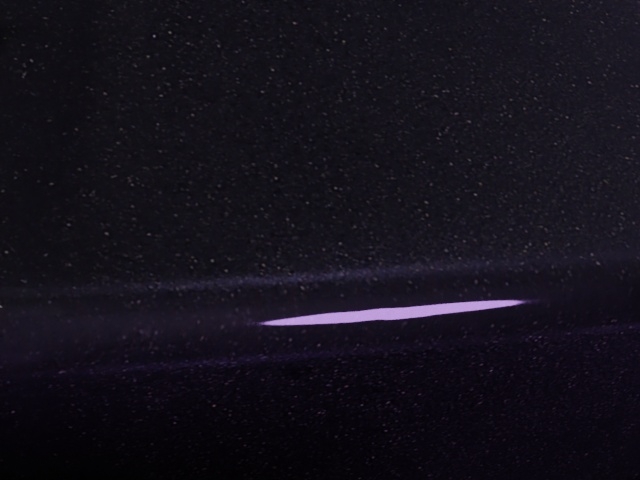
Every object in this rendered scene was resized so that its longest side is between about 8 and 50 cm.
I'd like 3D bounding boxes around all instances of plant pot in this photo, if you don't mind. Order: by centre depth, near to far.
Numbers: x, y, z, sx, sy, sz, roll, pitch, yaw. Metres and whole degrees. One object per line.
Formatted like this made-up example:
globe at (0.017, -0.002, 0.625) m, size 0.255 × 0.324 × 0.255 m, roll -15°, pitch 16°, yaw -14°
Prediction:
plant pot at (0.000, 0.000, 0.494) m, size 0.167 × 0.187 × 0.188 m, roll -1°, pitch 52°, yaw -6°
